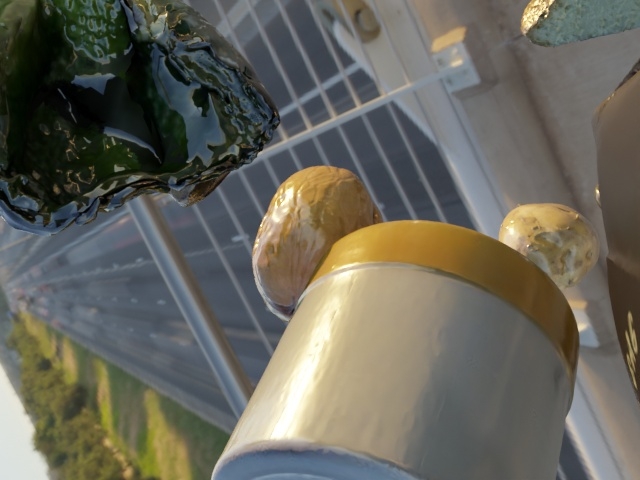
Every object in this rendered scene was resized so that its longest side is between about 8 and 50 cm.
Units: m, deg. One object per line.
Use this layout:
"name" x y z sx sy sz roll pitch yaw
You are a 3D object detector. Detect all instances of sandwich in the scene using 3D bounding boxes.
"sandwich" 0.473 -0.378 1.101 0.288 0.254 0.099 123 160 -46

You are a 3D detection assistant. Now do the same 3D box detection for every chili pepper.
"chili pepper" -0.155 -0.097 0.392 0.116 0.265 0.148 -56 24 26

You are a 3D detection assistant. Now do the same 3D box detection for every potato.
"potato" 0.377 -0.001 1.216 0.161 0.235 0.128 39 120 31

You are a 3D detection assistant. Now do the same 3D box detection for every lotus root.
"lotus root" -0.108 -0.069 0.705 0.030 0.083 0.037 23 157 46

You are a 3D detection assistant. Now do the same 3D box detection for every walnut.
"walnut" 0.000 0.000 0.805 0.144 0.180 0.144 14 137 13

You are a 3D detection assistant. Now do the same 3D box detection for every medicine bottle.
"medicine bottle" 0.066 0.142 0.588 0.238 0.231 0.237 15 136 15

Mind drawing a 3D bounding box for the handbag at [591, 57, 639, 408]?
"handbag" 0.204 0.052 0.327 0.288 0.152 0.342 -63 -44 -79
